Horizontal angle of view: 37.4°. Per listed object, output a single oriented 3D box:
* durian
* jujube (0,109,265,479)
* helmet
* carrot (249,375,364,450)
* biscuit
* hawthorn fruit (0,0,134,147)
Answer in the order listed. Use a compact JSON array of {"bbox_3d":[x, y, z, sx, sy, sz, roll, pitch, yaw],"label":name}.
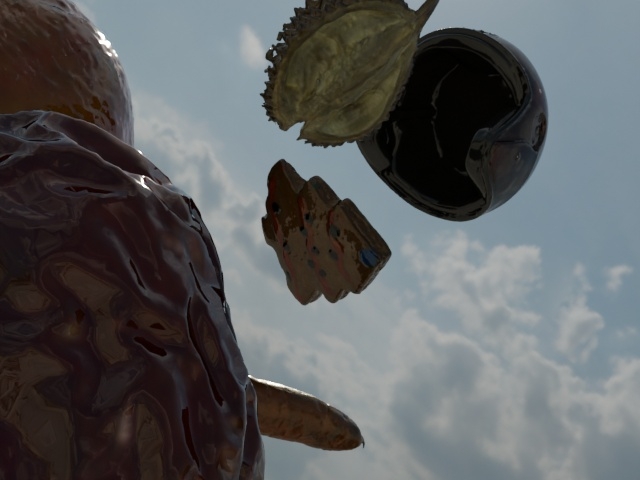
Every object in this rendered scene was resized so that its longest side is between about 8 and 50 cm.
[{"bbox_3d":[0.024,-0.174,0.847,0.148,0.189,0.091,44,19,-44],"label":"durian"},{"bbox_3d":[-0.115,0.067,0.411,0.174,0.174,0.250,98,-27,-67],"label":"jujube"},{"bbox_3d":[0.156,-0.129,1.057,0.189,0.193,0.215,20,-68,34],"label":"helmet"},{"bbox_3d":[-0.060,0.112,0.667,0.224,0.057,0.057,20,-14,-19],"label":"carrot"},{"bbox_3d":[0.000,0.000,0.695,0.130,0.019,0.119,10,-60,48],"label":"biscuit"},{"bbox_3d":[-0.404,-0.083,0.842,0.472,0.471,0.471,35,-21,15],"label":"hawthorn fruit"}]
